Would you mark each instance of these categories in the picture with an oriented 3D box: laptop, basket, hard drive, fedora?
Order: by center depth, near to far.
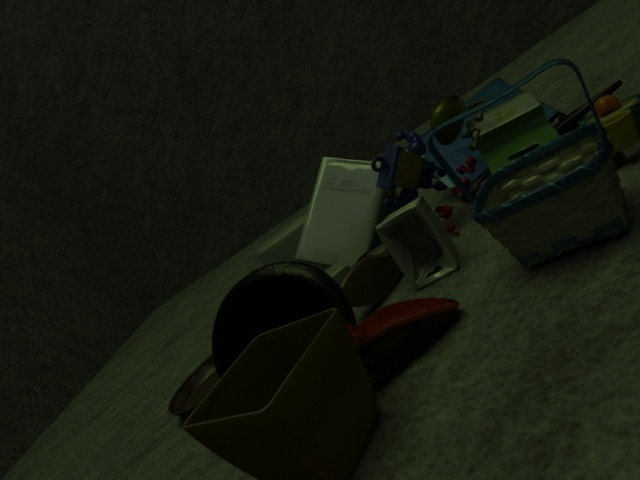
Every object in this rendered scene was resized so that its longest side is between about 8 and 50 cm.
[{"bbox_3d":[0.351,-0.118,0.894,0.255,0.289,0.201,-25,21,35],"label":"basket"},{"bbox_3d":[-0.054,0.201,1.087,0.334,0.333,0.153,-32,-21,22],"label":"fedora"},{"bbox_3d":[0.215,0.001,1.165,0.113,0.167,0.103,-32,6,23],"label":"basket"},{"bbox_3d":[0.470,-0.312,1.414,0.382,0.236,0.408,-39,-3,-5],"label":"laptop"},{"bbox_3d":[0.065,-0.078,1.533,0.210,0.040,0.318,9,77,24],"label":"hard drive"}]

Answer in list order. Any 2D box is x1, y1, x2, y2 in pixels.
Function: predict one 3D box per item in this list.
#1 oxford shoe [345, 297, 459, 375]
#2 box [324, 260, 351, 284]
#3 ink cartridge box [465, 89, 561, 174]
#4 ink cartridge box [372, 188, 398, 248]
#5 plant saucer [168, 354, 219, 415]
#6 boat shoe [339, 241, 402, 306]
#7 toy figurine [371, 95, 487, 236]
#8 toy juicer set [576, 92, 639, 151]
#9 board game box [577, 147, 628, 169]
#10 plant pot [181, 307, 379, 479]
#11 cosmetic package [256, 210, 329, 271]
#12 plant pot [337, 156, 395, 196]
[{"bbox_3d":[0.125,0.175,0.939,0.272,0.098,0.097,-19,8,-11],"label":"oxford shoe"},{"bbox_3d":[0.042,0.119,1.389,0.101,0.087,0.102,-39,12,-9],"label":"box"},{"bbox_3d":[0.450,-0.261,1.268,0.171,0.056,0.235,-27,25,19],"label":"ink cartridge box"},{"bbox_3d":[0.132,-0.058,1.582,0.225,0.181,0.056,-39,1,-13],"label":"ink cartridge box"},{"bbox_3d":[-0.273,0.366,1.450,0.311,0.050,0.310,-35,11,8],"label":"plant saucer"},{"bbox_3d":[0.133,0.073,1.291,0.285,0.102,0.092,-41,6,-37],"label":"boat shoe"},{"bbox_3d":[0.235,-0.195,1.301,0.191,0.217,0.362,-150,70,-69],"label":"toy figurine"},{"bbox_3d":[0.647,-0.284,1.121,0.209,0.089,0.329,-31,6,18],"label":"toy juicer set"},{"bbox_3d":[0.529,-0.151,1.164,0.136,0.030,0.259,-38,11,5],"label":"board game box"},{"bbox_3d":[-0.037,0.260,0.817,0.212,0.187,0.212,-26,16,42],"label":"plant pot"},{"bbox_3d":[0.000,0.000,1.723,0.366,0.197,0.155,-33,12,10],"label":"cosmetic package"},{"bbox_3d":[0.160,-0.199,2.039,0.237,0.237,0.254,-42,27,-23],"label":"plant pot"}]
